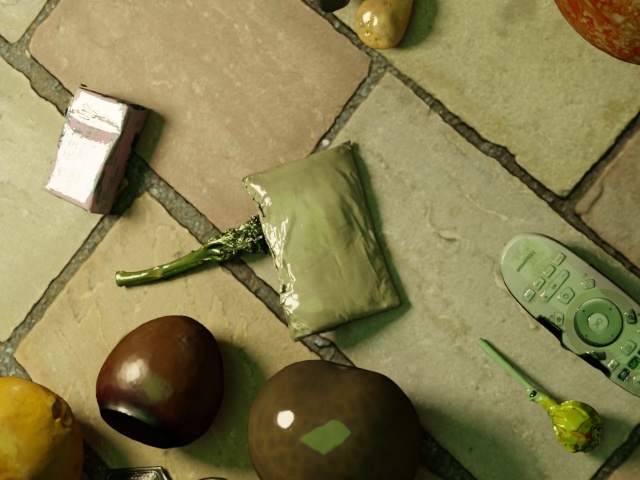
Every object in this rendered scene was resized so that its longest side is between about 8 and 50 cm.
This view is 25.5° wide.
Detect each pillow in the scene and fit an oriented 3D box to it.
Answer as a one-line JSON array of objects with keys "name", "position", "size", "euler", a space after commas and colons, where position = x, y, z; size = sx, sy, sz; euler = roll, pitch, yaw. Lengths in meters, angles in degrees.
[{"name": "pillow", "position": [0.000, 0.000, 1.773], "size": [0.148, 0.050, 0.229], "euler": [-16, 80, -3]}]

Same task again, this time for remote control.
[{"name": "remote control", "position": [0.315, 0.087, 1.647], "size": [0.256, 0.045, 0.097], "euler": [44, 102, 17]}]

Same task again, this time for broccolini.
[{"name": "broccolini", "position": [-0.169, 0.021, 1.857], "size": [0.239, 0.051, 0.054], "euler": [-18, 91, 26]}]

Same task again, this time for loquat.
[{"name": "loquat", "position": [-0.411, 0.280, 1.851], "size": [0.234, 0.176, 0.187], "euler": [-44, 70, 23]}]

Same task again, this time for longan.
[{"name": "longan", "position": [0.018, 0.237, 1.678], "size": [0.212, 0.198, 0.198], "euler": [-10, 80, 15]}]

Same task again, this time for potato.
[{"name": "potato", "position": [0.082, -0.283, 1.778], "size": [0.068, 0.062, 0.083], "euler": [38, 77, 7]}]

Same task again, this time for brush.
[{"name": "brush", "position": [-0.200, 0.324, 1.845], "size": [0.193, 0.016, 0.063], "euler": [-8, 82, 22]}]

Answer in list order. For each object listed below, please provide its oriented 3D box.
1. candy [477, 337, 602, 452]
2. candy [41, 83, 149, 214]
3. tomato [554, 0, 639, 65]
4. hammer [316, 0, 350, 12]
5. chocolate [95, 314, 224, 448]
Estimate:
[{"name": "candy", "position": [0.254, 0.177, 1.665], "size": [0.194, 0.058, 0.062], "euler": [42, 132, 30]}, {"name": "candy", "position": [-0.306, -0.122, 1.908], "size": [0.092, 0.073, 0.160], "euler": [22, 92, 18]}, {"name": "tomato", "position": [0.381, -0.322, 1.570], "size": [0.270, 0.222, 0.270], "euler": [0, 81, 2]}, {"name": "hammer", "position": [0.152, -0.396, 1.760], "size": [0.365, 0.043, 0.111], "euler": [-19, 58, 16]}, {"name": "chocolate", "position": [-0.196, 0.176, 1.797], "size": [0.177, 0.177, 0.176], "euler": [-3, 83, 22]}]
